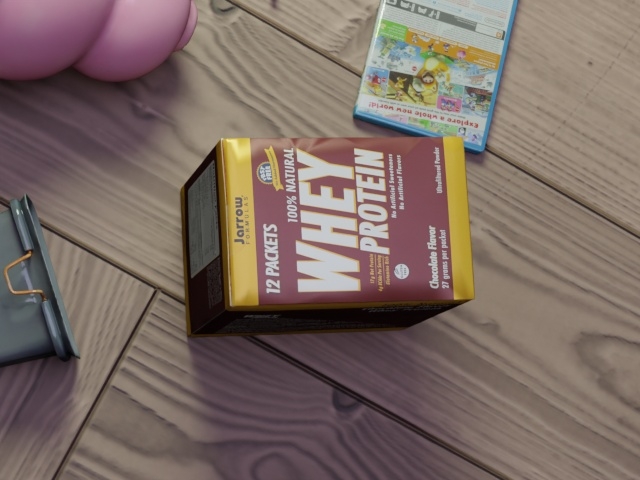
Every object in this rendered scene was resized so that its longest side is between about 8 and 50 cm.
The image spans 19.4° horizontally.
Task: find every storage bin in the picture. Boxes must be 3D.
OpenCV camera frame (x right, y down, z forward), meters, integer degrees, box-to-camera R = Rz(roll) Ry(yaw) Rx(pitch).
[{"bbox_3d":[-0.253,0.042,1.479,0.091,0.098,0.135,-18,85,-5],"label":"storage bin"}]

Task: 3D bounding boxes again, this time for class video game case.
[{"bbox_3d":[0.103,-0.170,1.635,0.119,0.015,0.166,16,77,-11],"label":"video game case"}]

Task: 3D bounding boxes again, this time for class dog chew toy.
[{"bbox_3d":[-0.248,-0.219,1.466,0.332,0.207,0.206,16,76,-30],"label":"dog chew toy"}]

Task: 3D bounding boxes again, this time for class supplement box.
[{"bbox_3d":[0.000,0.000,1.488,0.191,0.194,0.129,-1,81,-13],"label":"supplement box"}]
